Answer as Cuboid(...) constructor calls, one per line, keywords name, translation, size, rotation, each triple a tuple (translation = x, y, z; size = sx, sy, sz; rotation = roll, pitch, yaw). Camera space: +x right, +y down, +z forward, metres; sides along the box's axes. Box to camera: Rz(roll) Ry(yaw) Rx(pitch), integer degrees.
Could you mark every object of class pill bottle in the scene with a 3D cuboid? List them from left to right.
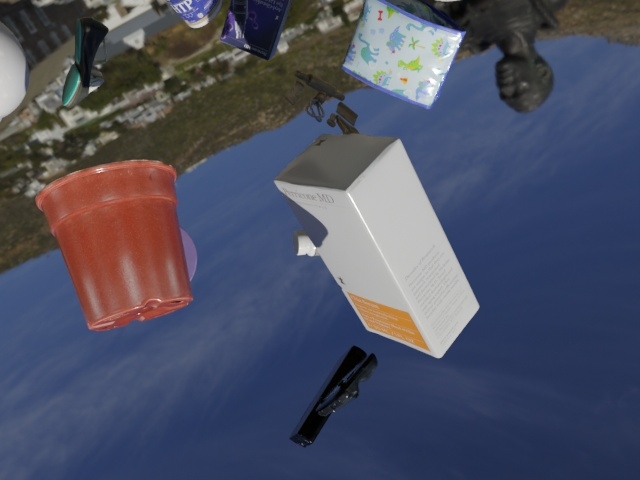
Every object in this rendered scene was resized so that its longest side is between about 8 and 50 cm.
Cuboid(name="pill bottle", translation=(-0.335, -0.619, 1.534), size=(0.111, 0.186, 0.112), rotation=(-17, -127, 25))
Cuboid(name="pill bottle", translation=(0.000, 0.000, 1.664), size=(0.137, 0.078, 0.078), rotation=(-6, -158, -18))

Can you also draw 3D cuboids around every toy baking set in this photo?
Cuboid(name="toy baking set", translation=(0.009, -0.331, 1.517), size=(0.030, 0.256, 0.197), rotation=(-45, -138, 28))

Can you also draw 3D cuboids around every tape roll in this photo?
Cuboid(name="tape roll", translation=(-0.377, 0.048, 1.434), size=(0.189, 0.189, 0.080), rotation=(-40, 178, -21))

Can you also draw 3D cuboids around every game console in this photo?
Cuboid(name="game console", translation=(0.036, 0.279, 1.210), size=(0.213, 0.044, 0.361), rotation=(-54, 177, -26))

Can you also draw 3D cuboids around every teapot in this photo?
Cuboid(name="teapot", translation=(-0.746, -0.354, 1.296), size=(0.253, 0.255, 0.187), rotation=(-62, -176, 21))

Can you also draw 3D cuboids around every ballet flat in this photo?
Cuboid(name="ballet flat", translation=(-0.648, -0.484, 1.772), size=(0.096, 0.281, 0.095), rotation=(-1, -133, -35))

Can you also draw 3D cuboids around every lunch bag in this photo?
Cuboid(name="lunch bag", translation=(0.127, -0.285, 0.940), size=(0.151, 0.129, 0.096), rotation=(35, -138, 17))

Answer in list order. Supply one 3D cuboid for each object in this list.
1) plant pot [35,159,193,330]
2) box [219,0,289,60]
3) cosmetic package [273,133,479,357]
Cuboid(name="plant pot", translation=(-0.380, 0.020, 1.231), size=(0.272, 0.265, 0.272), rotation=(-17, 170, -3))
Cuboid(name="box", translation=(-0.174, -0.634, 1.779), size=(0.153, 0.207, 0.108), rotation=(20, -155, -3))
Cuboid(name="cosmetic package", translation=(0.124, 0.012, 1.291), size=(0.161, 0.453, 0.230), rotation=(-46, -147, -23))
